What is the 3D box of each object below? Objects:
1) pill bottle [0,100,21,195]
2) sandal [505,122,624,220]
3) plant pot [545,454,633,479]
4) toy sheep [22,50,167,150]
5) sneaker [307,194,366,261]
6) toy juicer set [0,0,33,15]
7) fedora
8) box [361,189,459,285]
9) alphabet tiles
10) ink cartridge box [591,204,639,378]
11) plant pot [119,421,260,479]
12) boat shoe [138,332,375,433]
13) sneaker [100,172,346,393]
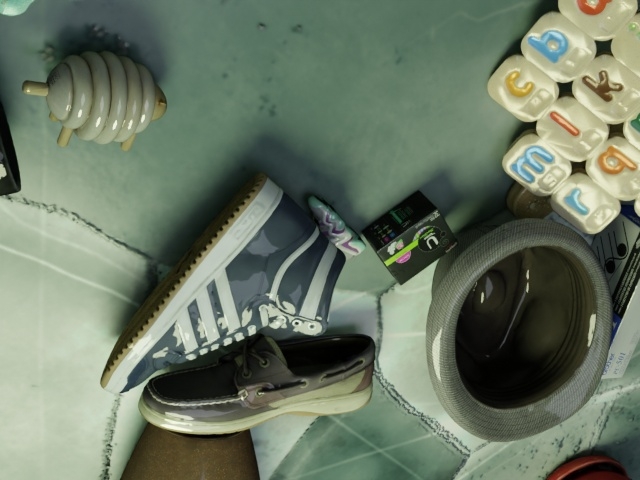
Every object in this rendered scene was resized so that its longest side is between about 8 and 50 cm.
[{"bbox_3d":[-0.369,-0.062,0.662,0.219,0.123,0.122,-13,123,-13],"label":"pill bottle"},{"bbox_3d":[0.321,-0.103,0.928,0.088,0.079,0.240,33,103,-33],"label":"sandal"},{"bbox_3d":[0.428,0.438,1.229,0.191,0.174,0.191,-10,123,-16],"label":"plant pot"},{"bbox_3d":[-0.196,-0.125,0.715,0.132,0.091,0.091,-5,122,-40],"label":"toy sheep"},{"bbox_3d":[0.000,0.000,0.891,0.069,0.038,0.098,-41,124,5],"label":"sneaker"},{"bbox_3d":[-0.210,-0.286,0.611,0.329,0.089,0.209,-25,125,-5],"label":"toy juicer set"},{"bbox_3d":[0.220,0.091,0.975,0.244,0.124,0.275,-23,116,-9],"label":"fedora"},{"bbox_3d":[0.101,-0.003,0.920,0.083,0.052,0.062,-37,125,1],"label":"box"},{"bbox_3d":[0.330,-0.138,0.846,0.278,0.021,0.284,37,125,-2],"label":"alphabet tiles"},{"bbox_3d":[0.379,0.067,1.039,0.046,0.097,0.207,1,118,-21],"label":"ink cartridge box"},{"bbox_3d":[-0.152,0.309,0.935,0.216,0.215,0.230,4,102,-23],"label":"plant pot"},{"bbox_3d":[-0.064,0.151,0.923,0.285,0.103,0.092,0,114,-25],"label":"boat shoe"},{"bbox_3d":[-0.095,0.082,0.847,0.153,0.099,0.282,39,98,-17],"label":"sneaker"}]
